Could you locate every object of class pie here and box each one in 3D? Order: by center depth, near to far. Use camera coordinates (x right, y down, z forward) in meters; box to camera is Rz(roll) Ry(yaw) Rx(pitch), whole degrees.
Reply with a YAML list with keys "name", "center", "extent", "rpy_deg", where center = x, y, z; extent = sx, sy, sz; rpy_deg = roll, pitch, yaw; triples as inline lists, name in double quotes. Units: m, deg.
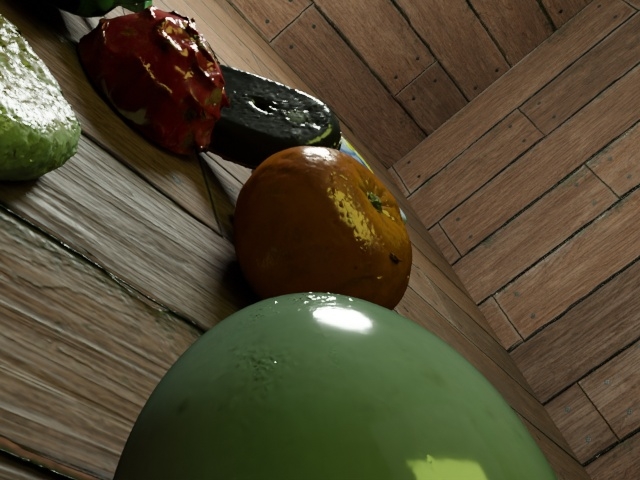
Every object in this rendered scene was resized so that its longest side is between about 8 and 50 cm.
- name: "pie"
  center: [-0.364, -0.189, 0.716]
  extent: [0.323, 0.070, 0.323]
  rpy_deg: [48, 9, -10]

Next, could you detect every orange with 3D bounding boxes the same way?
- name: "orange"
  center: [0.000, 0.000, 1.064]
  extent: [0.284, 0.226, 0.284]
  rpy_deg: [48, 20, -24]

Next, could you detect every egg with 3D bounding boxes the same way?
- name: "egg"
  center: [0.011, 0.194, 0.438]
  extent: [0.276, 0.276, 0.389]
  rpy_deg: [42, 17, -34]

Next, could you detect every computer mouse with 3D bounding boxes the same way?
- name: "computer mouse"
  center: [-0.121, -0.203, 1.298]
  extent: [0.323, 0.116, 0.183]
  rpy_deg: [22, 45, 7]

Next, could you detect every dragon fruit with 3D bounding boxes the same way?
- name: "dragon fruit"
  center: [-0.246, -0.241, 1.139]
  extent: [0.261, 0.163, 0.189]
  rpy_deg: [47, 41, -18]

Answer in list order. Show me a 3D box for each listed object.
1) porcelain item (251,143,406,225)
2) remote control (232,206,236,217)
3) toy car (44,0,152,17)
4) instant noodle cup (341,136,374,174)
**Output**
- name: "porcelain item"
  center: [0.030, -0.088, 1.533]
  extent: [0.242, 0.178, 0.405]
  rpy_deg: [55, 13, 23]
- name: "remote control"
  center: [-0.058, 0.008, 1.248]
  extent: [0.230, 0.049, 0.090]
  rpy_deg: [38, 20, -48]
- name: "toy car"
  center: [-0.367, -0.434, 1.154]
  extent: [0.214, 0.176, 0.358]
  rpy_deg: [24, 22, -1]
- name: "instant noodle cup"
  center: [0.029, -0.165, 1.833]
  extent: [0.182, 0.144, 0.182]
  rpy_deg: [46, 14, -16]
